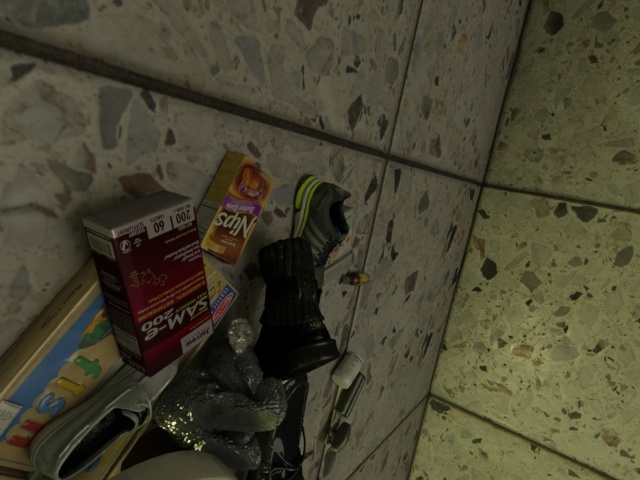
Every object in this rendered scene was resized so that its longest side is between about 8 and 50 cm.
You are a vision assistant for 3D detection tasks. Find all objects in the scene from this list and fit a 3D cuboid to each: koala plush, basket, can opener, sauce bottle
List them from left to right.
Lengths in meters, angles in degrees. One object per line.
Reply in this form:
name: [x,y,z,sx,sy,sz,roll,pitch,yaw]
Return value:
basket: [-0.272,0.474,0.793,0.204,0.154,0.226,-32,127,-39]
koala plush: [-0.176,0.263,0.785,0.221,0.203,0.196,-91,-156,-60]
can opener: [0.095,0.604,1.495,0.280,0.093,0.074,-63,147,-25]
sauce bottle: [0.111,0.121,1.323,0.128,0.042,0.042,7,99,-59]

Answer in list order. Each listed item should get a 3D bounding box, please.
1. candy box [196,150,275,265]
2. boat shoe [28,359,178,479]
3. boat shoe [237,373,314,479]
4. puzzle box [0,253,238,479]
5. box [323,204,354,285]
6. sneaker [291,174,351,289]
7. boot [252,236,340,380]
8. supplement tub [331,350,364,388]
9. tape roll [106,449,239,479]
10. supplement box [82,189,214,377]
candy box: [-0.166,-0.058,0.791,0.186,0.053,0.109,-65,149,-10]
boat shoe: [-0.290,0.252,0.615,0.227,0.081,0.079,-37,134,-44]
boat shoe: [-0.109,0.572,1.088,0.187,0.156,0.499,19,87,-57]
puzzle box: [-0.318,0.179,0.666,0.408,0.052,0.272,-58,146,-23]
box: [0.039,0.011,1.161,0.145,0.038,0.186,-29,127,-49]
sneaker: [0.000,0.000,1.012,0.111,0.121,0.299,-22,123,-52]
boot: [-0.097,0.170,0.921,0.131,0.348,0.260,-1,63,-40]
supplement tub: [0.092,0.434,1.417,0.107,0.071,0.071,-47,140,-34]
tape roll: [-0.274,0.497,0.608,0.392,0.072,0.391,-26,129,-38]
supplement box: [-0.239,0.062,0.615,0.130,0.073,0.239,-34,132,-47]
